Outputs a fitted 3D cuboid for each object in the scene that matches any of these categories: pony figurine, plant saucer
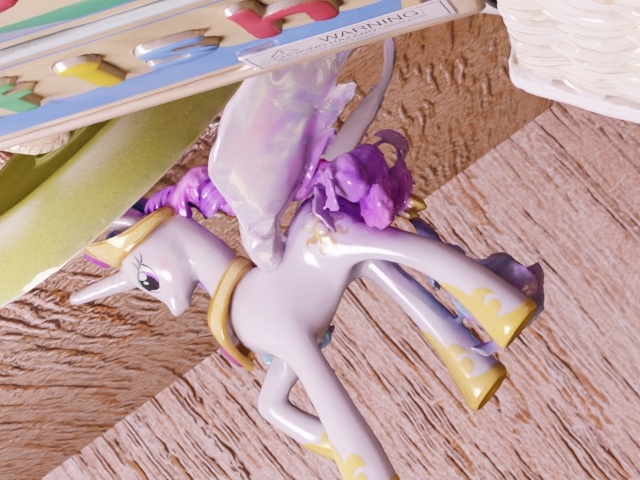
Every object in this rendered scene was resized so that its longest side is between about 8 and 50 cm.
[{"bbox_3d":[0.000,0.000,1.427,0.351,0.363,0.303,-53,163,6],"label":"pony figurine"},{"bbox_3d":[-0.128,-0.057,1.000,0.241,0.037,0.241,-39,-162,15],"label":"plant saucer"}]

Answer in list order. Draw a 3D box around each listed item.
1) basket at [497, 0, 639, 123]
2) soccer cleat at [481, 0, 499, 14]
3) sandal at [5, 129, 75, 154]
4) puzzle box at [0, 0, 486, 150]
[{"bbox_3d":[0.260,-0.210,0.759,0.266,0.328,0.331,22,81,-77],"label":"basket"},{"bbox_3d":[0.033,-0.196,1.082,0.116,0.108,0.318,2,180,27],"label":"soccer cleat"},{"bbox_3d":[-0.160,-0.082,0.957,0.088,0.079,0.240,-35,172,-12],"label":"sandal"},{"bbox_3d":[-0.159,-0.067,0.574,0.409,0.052,0.272,-16,173,12],"label":"puzzle box"}]
